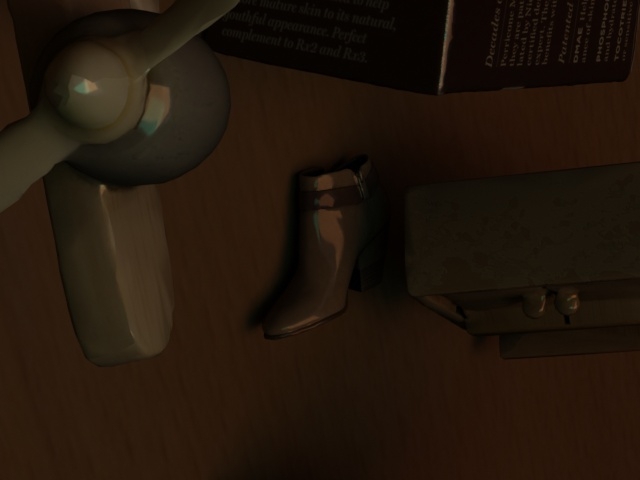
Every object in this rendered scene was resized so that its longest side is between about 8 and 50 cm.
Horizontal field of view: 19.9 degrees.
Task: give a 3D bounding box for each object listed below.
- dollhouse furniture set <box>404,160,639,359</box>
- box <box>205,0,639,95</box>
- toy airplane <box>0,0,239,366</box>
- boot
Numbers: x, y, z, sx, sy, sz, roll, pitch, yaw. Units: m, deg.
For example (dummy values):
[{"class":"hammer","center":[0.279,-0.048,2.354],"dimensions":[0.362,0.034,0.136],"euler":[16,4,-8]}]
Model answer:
[{"class":"dollhouse furniture set","center":[0.165,0.178,1.138],"dimensions":[0.256,0.362,0.394],"euler":[30,57,-65]},{"class":"box","center":[0.067,-0.179,1.026],"dimensions":[0.203,0.168,0.167],"euler":[-10,111,-51]},{"class":"toy airplane","center":[-0.114,-0.201,0.690],"dimensions":[0.386,0.272,0.384],"euler":[51,40,-31]},{"class":"boot","center":[0.000,0.000,1.115],"dimensions":[0.118,0.042,0.087],"euler":[-31,119,-45]}]
